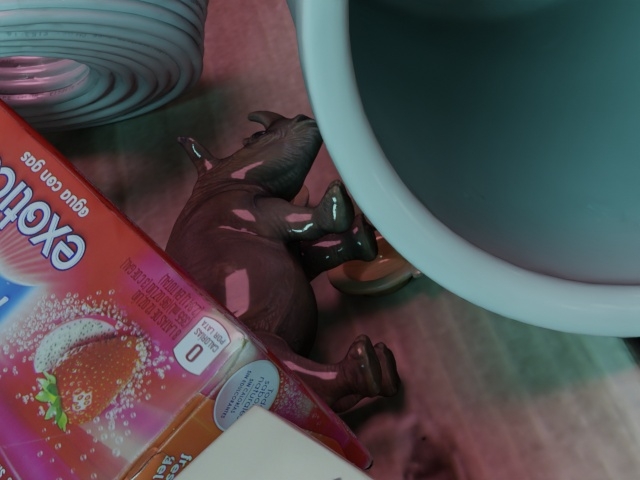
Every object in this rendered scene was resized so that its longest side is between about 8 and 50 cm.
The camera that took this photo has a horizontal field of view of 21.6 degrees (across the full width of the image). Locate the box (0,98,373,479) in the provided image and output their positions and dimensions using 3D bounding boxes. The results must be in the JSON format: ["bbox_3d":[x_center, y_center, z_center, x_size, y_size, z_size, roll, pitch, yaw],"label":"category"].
[{"bbox_3d":[-0.116,0.042,0.720,0.123,0.128,0.257,-47,52,-4],"label":"box"}]

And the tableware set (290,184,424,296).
[{"bbox_3d":[0.000,0.000,0.920,0.168,0.020,0.141,-13,31,15],"label":"tableware set"}]

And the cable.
[{"bbox_3d":[-0.195,-0.133,1.060,0.257,0.089,0.257,-5,-11,-1],"label":"cable"}]

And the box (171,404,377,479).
[{"bbox_3d":[-0.074,0.190,0.550,0.094,0.113,0.275,28,61,39],"label":"box"}]

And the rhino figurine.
[{"bbox_3d":[-0.029,0.008,0.844,0.106,0.073,0.243,-19,42,10],"label":"rhino figurine"}]

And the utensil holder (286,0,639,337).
[{"bbox_3d":[0.125,-0.183,0.843,0.327,0.328,0.385,-21,27,1],"label":"utensil holder"}]
